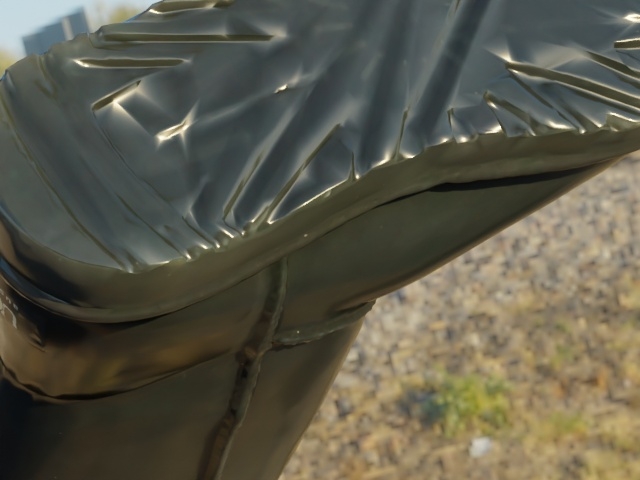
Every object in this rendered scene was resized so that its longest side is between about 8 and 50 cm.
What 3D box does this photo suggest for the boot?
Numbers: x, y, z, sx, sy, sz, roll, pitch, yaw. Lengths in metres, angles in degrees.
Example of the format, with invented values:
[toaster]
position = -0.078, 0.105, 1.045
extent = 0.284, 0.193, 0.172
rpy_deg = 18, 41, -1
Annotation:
[boot]
position = 0.000, 0.000, 0.481
extent = 0.246, 0.094, 0.207
rpy_deg = -24, -22, -26
